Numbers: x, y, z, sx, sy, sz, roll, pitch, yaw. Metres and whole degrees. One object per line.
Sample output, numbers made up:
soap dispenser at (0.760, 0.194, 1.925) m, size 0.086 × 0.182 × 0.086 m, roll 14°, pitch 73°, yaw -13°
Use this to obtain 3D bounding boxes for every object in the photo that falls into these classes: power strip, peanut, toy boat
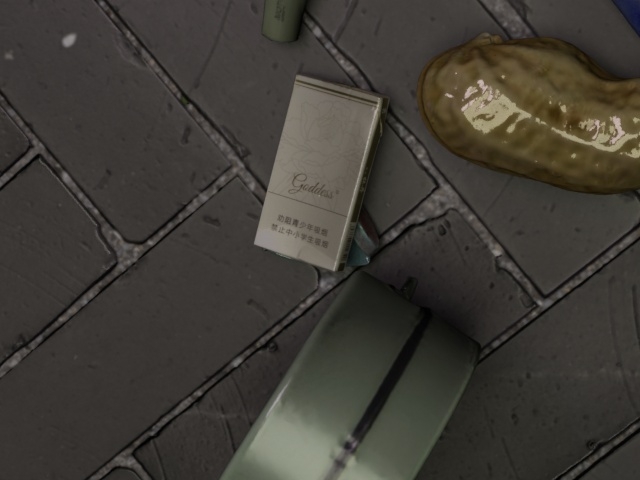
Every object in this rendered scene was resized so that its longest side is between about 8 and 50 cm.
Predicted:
power strip at (0.023, 0.200, 1.593) m, size 0.161 × 0.357 × 0.357 m, roll 32°, pitch 105°, yaw 3°
peanut at (0.259, -0.127, 1.584) m, size 0.325 × 0.140 × 0.153 m, roll 8°, pitch 85°, yaw 8°
toy boat at (0.000, 0.000, 1.718) m, size 0.122 × 0.034 × 0.096 m, roll -29°, pitch 90°, yaw 24°

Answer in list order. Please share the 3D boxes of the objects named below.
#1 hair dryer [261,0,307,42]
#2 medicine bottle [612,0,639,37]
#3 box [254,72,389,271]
hair dryer at (0.020, -0.297, 1.645) m, size 0.225 × 0.088 × 0.219 m, roll 28°, pitch 112°, yaw -10°
medicine bottle at (0.285, -0.313, 1.582) m, size 0.059 × 0.059 × 0.231 m, roll -36°, pitch 91°, yaw 15°
box at (0.001, -0.074, 1.678) m, size 0.109 × 0.029 × 0.198 m, roll 18°, pitch 98°, yaw 26°
